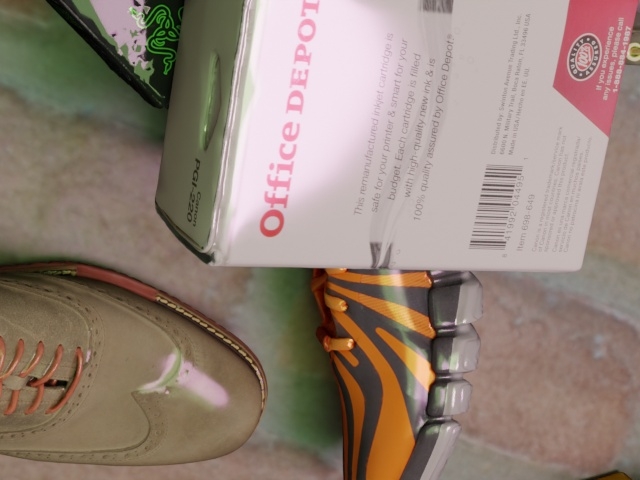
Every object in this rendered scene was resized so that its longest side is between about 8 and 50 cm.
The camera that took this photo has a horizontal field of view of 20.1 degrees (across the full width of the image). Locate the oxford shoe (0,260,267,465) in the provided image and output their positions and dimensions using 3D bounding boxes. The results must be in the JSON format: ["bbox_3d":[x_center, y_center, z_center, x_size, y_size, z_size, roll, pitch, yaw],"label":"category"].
[{"bbox_3d":[-0.181,0.074,1.005,0.348,0.130,0.123,14,100,-22],"label":"oxford shoe"}]

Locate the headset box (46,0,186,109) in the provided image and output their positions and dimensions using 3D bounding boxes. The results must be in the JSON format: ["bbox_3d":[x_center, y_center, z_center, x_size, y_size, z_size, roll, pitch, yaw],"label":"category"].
[{"bbox_3d":[-0.091,-0.245,0.946,0.246,0.131,0.283,-44,115,-3],"label":"headset box"}]

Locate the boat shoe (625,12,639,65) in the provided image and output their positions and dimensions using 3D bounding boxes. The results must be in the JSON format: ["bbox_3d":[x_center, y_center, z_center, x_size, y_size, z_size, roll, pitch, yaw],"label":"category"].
[{"bbox_3d":[0.307,-0.129,1.136,0.305,0.109,0.091,10,102,-15],"label":"boat shoe"}]

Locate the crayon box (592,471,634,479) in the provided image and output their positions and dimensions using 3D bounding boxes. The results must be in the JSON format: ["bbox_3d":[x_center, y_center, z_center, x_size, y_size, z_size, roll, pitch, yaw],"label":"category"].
[{"bbox_3d":[0.132,0.286,1.203,0.322,0.083,0.203,-14,109,-15],"label":"crayon box"}]

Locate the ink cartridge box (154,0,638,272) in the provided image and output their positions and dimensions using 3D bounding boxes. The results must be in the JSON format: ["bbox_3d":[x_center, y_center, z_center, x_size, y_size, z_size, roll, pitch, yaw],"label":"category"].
[{"bbox_3d":[0.036,-0.070,0.930,0.217,0.092,0.159,1,109,-27],"label":"ink cartridge box"}]

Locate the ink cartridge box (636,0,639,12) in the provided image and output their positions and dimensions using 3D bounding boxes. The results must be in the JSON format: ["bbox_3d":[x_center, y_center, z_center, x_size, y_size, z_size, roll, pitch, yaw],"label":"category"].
[{"bbox_3d":[0.222,-0.262,0.957,0.270,0.198,0.197,-66,158,-2],"label":"ink cartridge box"}]

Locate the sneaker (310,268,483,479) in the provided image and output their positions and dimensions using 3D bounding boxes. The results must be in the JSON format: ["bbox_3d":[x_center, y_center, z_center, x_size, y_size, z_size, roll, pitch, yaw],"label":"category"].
[{"bbox_3d":[0.000,0.000,1.067,0.180,0.124,0.321,5,93,-16],"label":"sneaker"}]
